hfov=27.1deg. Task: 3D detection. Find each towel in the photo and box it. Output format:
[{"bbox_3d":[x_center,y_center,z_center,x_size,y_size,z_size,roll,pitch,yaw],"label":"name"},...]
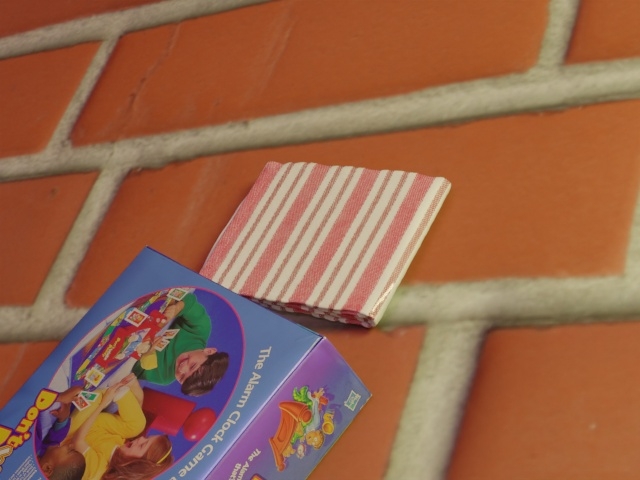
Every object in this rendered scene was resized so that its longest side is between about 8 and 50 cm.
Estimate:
[{"bbox_3d":[0.000,0.000,1.080,0.197,0.029,0.144,8,56,38],"label":"towel"}]

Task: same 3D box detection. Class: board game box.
[{"bbox_3d":[-0.159,0.185,0.972,0.347,0.078,0.233,-50,41,-15],"label":"board game box"}]
